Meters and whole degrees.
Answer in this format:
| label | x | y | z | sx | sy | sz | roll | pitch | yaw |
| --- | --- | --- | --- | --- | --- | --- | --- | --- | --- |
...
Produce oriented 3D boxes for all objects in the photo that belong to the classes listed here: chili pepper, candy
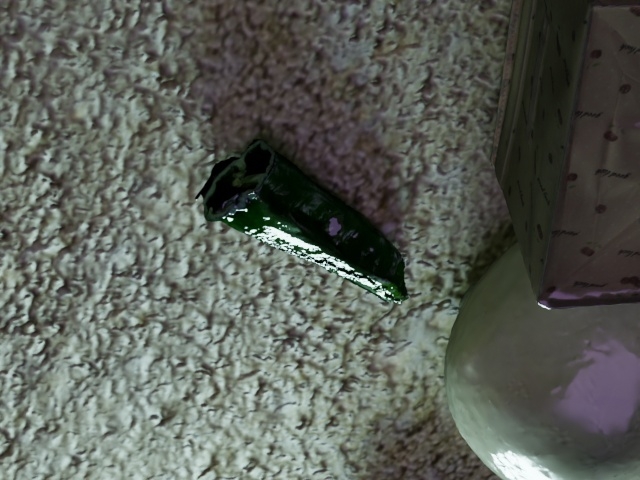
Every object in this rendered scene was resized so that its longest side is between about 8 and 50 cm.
| label | x | y | z | sx | sy | sz | roll | pitch | yaw |
| --- | --- | --- | --- | --- | --- | --- | --- | --- | --- |
| chili pepper | 0.000 | 0.000 | 1.667 | 0.088 | 0.059 | 0.227 | -32 | 132 | 27 |
| candy | 0.245 | 0.118 | 1.710 | 0.295 | 0.185 | 0.295 | 1 | 131 | 1 |

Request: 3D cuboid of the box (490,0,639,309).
| label | x | y | z | sx | sy | sz | roll | pitch | yaw |
| --- | --- | --- | --- | --- | --- | --- | --- | --- | --- |
| box | 0.272 | -0.115 | 1.503 | 0.225 | 0.190 | 0.297 | -2 | 132 | -7 |
